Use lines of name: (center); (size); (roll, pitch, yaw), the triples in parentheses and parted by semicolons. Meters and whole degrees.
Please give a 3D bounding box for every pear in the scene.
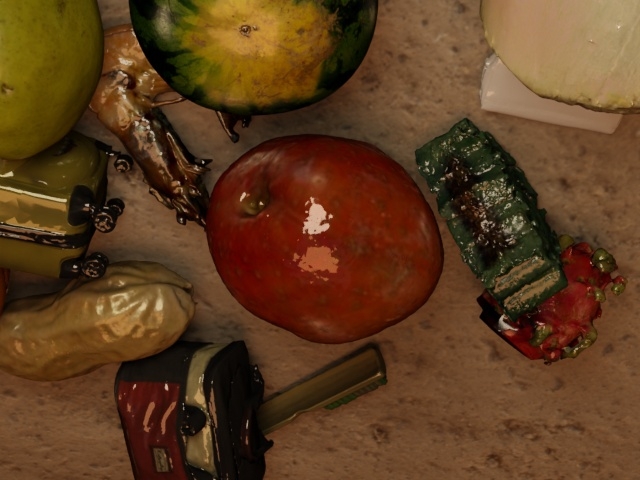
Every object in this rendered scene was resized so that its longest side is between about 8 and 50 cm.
pear: (-0.361, -0.243, 1.124); (0.253, 0.253, 0.307); (-12, 124, 9)

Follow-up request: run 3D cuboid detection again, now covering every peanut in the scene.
peanut: (-0.324, 0.113, 1.447); (0.313, 0.149, 0.149); (-17, 123, 20)

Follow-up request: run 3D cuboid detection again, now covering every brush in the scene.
brush: (-0.020, 0.241, 1.581); (0.282, 0.054, 0.048); (-29, 140, 21)

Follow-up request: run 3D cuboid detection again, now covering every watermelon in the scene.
watermelon: (-0.071, -0.258, 1.109); (0.269, 0.269, 0.269); (1, 125, 1)

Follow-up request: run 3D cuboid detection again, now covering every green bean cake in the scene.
green bean cake: (0.212, -0.026, 1.294); (0.107, 0.208, 0.193); (-30, 122, 17)

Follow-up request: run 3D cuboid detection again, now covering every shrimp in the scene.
shrimp: (-0.168, -0.148, 1.304); (0.178, 0.075, 0.289); (-28, 107, 17)

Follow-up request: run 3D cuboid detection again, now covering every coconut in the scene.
coconut: (0.316, -0.312, 1.046); (0.297, 0.297, 0.309); (7, 132, -4)

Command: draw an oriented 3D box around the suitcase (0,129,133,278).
suitcase: (-0.358, -0.066, 1.283); (0.234, 0.194, 0.143); (13, 120, -9)

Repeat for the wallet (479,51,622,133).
wallet: (0.286, -0.186, 1.283); (0.190, 0.033, 0.095); (12, 123, -7)

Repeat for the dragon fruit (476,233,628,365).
dragon fruit: (0.305, 0.070, 1.386); (0.160, 0.166, 0.172); (39, 90, 10)

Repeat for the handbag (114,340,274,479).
handbag: (-0.177, 0.266, 1.502); (0.181, 0.181, 0.254); (-2, 110, 18)

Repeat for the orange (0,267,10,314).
orange: (-0.525, 0.052, 1.358); (0.240, 0.240, 0.240); (1, 125, 1)

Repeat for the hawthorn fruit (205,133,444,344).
hawthorn fruit: (0.000, 0.000, 1.277); (0.284, 0.284, 0.284); (1, 125, 1)
